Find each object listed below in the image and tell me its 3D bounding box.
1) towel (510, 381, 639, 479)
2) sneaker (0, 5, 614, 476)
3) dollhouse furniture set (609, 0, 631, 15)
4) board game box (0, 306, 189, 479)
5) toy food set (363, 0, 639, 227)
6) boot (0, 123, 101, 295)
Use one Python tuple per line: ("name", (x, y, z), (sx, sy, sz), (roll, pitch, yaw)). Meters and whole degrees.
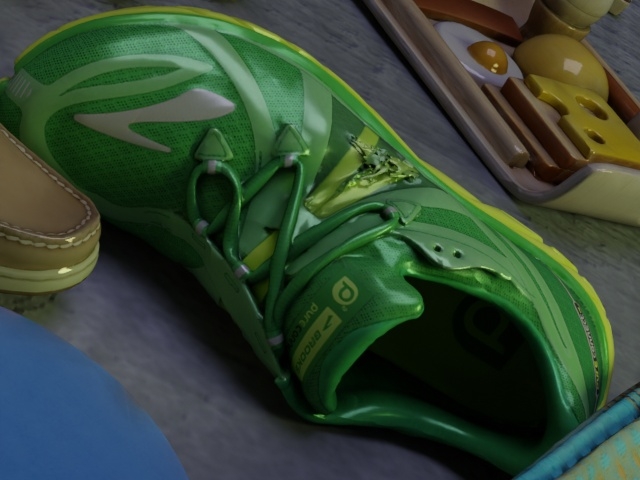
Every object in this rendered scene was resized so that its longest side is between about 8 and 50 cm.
("towel", (0.188, 0.172, 0.616), (0.271, 0.040, 0.370), (52, 30, 13))
("sneaker", (0.000, 0.000, 0.680), (0.295, 0.109, 0.123), (29, 22, -7))
("dollhouse furniture set", (0.231, -0.235, 1.370), (0.091, 0.081, 0.114), (34, 26, 3))
("board game box", (-0.114, 0.086, 0.497), (0.133, 0.033, 0.168), (43, 33, 11))
("toy food set", (0.172, -0.119, 1.088), (0.220, 0.092, 0.306), (9, 36, -39))
("boot", (-0.151, -0.092, 0.606), (0.213, 0.165, 0.077), (34, 27, 7))
